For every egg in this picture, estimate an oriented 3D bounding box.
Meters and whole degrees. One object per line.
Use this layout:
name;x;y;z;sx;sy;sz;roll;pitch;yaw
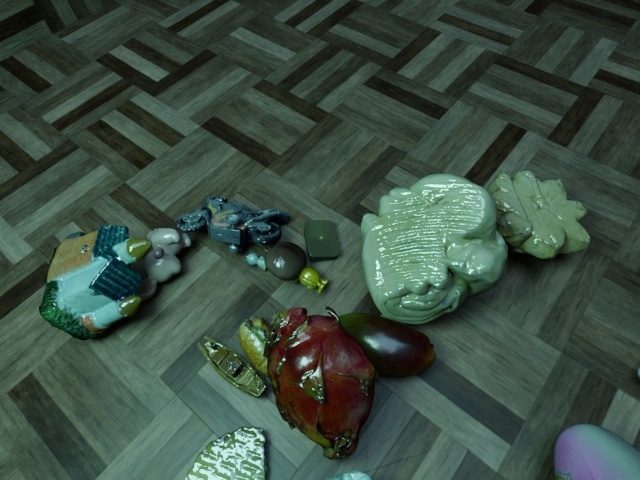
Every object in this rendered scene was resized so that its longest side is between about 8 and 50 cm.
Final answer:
egg;0.556;0.487;0.793;0.196;0.196;0.271;-8;44;-2

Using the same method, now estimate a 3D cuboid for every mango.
mango;0.138;0.250;1.016;0.268;0.111;0.133;13;78;19

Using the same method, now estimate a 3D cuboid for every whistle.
whistle;-0.165;0.062;1.194;0.100;0.035;0.035;21;60;0

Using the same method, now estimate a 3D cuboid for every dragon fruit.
dragon fruit;0.004;0.295;0.912;0.250;0.250;0.315;-23;57;-11

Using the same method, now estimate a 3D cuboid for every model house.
model house;-0.518;0.081;1.062;0.291;0.184;0.253;-24;47;18

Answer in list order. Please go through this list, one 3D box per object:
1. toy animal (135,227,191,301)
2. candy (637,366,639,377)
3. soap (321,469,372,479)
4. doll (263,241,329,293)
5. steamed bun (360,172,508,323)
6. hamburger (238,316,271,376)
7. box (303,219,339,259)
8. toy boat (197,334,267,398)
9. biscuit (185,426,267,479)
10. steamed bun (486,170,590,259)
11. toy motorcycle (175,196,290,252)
toy animal;-0.435;0.074;1.171;0.124;0.124;0.212;10;80;9
candy;0.831;0.300;0.964;0.174;0.071;0.138;-33;61;-18
soap;0.042;0.629;0.772;0.208;0.115;0.347;-15;58;-5
doll;-0.073;0.077;1.136;0.188;0.096;0.145;47;30;23
steamed bun;0.287;0.024;1.065;0.339;0.247;0.352;-18;63;25
hamburger;-0.155;0.252;1.036;0.087;0.102;0.176;-33;61;-3
box;0.000;0.000;1.218;0.091;0.031;0.126;-2;57;-16
toy boat;-0.214;0.303;1.023;0.206;0.072;0.064;32;64;21
biscuit;-0.203;0.539;0.891;0.187;0.036;0.273;-1;58;3
steamed bun;0.579;-0.056;1.163;0.292;0.137;0.295;32;53;13
toy motorcycle;-0.249;-0.057;1.225;0.307;0.108;0.173;9;34;5
